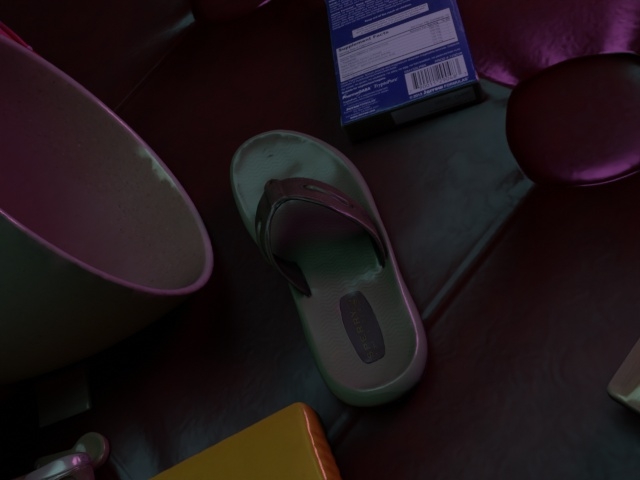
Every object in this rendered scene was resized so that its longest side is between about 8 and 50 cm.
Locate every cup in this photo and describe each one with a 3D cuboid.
[{"bbox_3d":[-0.297,-0.001,0.653,0.237,0.331,0.331,-44,52,13],"label":"cup"}]

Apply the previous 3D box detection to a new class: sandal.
[{"bbox_3d":[0.002,0.000,0.633,0.120,0.086,0.302,-33,53,4],"label":"sandal"}]

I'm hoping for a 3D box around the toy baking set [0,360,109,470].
[{"bbox_3d":[-0.305,0.223,0.681,0.256,0.030,0.197,-42,53,-3],"label":"toy baking set"}]

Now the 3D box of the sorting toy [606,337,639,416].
[{"bbox_3d":[0.288,0.080,0.477,0.132,0.046,0.274,32,79,35],"label":"sorting toy"}]

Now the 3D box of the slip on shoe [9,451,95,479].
[{"bbox_3d":[-0.257,0.227,0.626,0.135,0.051,0.041,-22,70,-5],"label":"slip on shoe"}]

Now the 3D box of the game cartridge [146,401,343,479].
[{"bbox_3d":[-0.076,0.317,0.512,0.285,0.052,0.323,-29,51,7],"label":"game cartridge"}]

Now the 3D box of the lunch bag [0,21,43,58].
[{"bbox_3d":[-0.488,-0.184,0.844,0.120,0.293,0.258,32,83,37],"label":"lunch bag"}]

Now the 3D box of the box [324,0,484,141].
[{"bbox_3d":[0.077,-0.215,0.755,0.137,0.036,0.225,-16,58,16],"label":"box"}]
